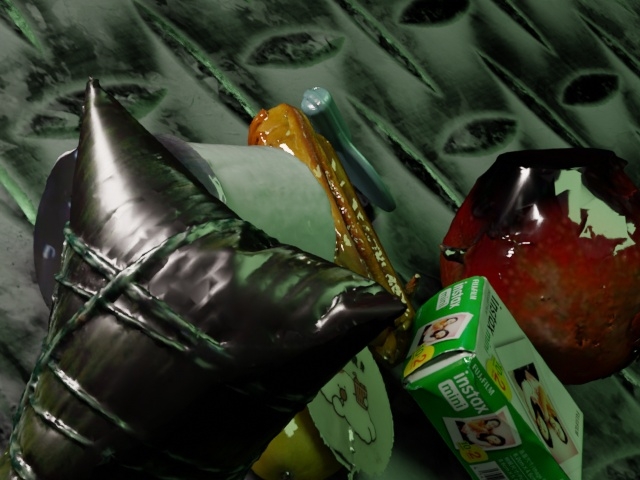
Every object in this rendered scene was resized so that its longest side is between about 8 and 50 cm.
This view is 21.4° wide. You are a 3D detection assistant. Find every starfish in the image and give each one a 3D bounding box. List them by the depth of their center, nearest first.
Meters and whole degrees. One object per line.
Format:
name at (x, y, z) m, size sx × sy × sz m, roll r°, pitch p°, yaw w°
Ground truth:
starfish at (0.108, 0.096, 2.033) m, size 0.133 × 0.041 × 0.130 m, roll 23°, pitch -42°, yaw 60°

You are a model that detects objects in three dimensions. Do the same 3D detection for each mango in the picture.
mango at (-0.012, 0.175, 1.757) m, size 0.137 × 0.091 × 0.237 m, roll 56°, pitch 31°, yaw 5°

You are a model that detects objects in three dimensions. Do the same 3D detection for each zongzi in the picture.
zongzi at (-0.158, 0.061, 1.477) m, size 0.362 × 0.383 × 0.319 m, roll 49°, pitch 25°, yaw 21°

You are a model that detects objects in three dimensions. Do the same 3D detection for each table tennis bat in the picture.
table tennis bat at (0.029, -0.116, 2.149) m, size 0.153 × 0.040 × 0.244 m, roll 44°, pitch -7°, yaw 34°

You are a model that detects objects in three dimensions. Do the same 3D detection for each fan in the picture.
fan at (0.032, 0.209, 1.696) m, size 0.191 × 0.009 × 0.329 m, roll 44°, pitch 35°, yaw -43°

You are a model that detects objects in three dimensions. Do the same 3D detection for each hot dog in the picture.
hot dog at (0.000, 0.000, 1.987) m, size 0.349 × 0.117 × 0.158 m, roll 64°, pitch 9°, yaw 26°

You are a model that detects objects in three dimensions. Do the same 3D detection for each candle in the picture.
candle at (-0.116, 0.003, 1.747) m, size 0.342 × 0.221 × 0.221 m, roll 1°, pitch 47°, yaw -50°

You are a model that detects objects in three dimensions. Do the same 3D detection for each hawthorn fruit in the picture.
hawthorn fruit at (0.297, 0.023, 2.108) m, size 0.316 × 0.316 × 0.316 m, roll 29°, pitch 31°, yaw -19°

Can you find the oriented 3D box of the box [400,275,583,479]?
box at (0.197, 0.181, 1.909) m, size 0.250 × 0.103 × 0.180 m, roll 54°, pitch 24°, yaw -21°
